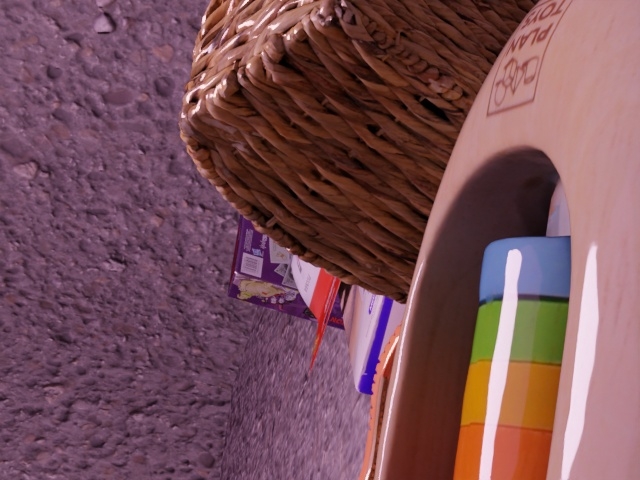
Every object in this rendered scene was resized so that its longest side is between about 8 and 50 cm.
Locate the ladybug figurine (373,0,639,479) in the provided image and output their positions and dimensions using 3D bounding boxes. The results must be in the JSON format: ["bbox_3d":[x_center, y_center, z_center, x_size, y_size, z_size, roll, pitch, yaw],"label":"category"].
[{"bbox_3d":[0.140,0.083,0.750,0.305,0.162,0.449,170,111,-73],"label":"ladybug figurine"}]

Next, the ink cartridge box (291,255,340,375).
[{"bbox_3d":[0.000,0.000,1.750,0.189,0.066,0.232,106,-179,-50],"label":"ink cartridge box"}]

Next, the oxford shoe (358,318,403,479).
[{"bbox_3d":[0.107,0.176,1.267,0.133,0.130,0.363,25,95,50],"label":"oxford shoe"}]

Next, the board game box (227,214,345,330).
[{"bbox_3d":[0.003,-0.029,2.018,0.346,0.208,0.056,-83,9,-50],"label":"board game box"}]

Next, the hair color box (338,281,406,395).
[{"bbox_3d":[0.092,0.020,1.609,0.339,0.110,0.185,-95,19,-75],"label":"hair color box"}]

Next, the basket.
[{"bbox_3d":[0.057,-0.110,1.171,0.213,0.299,0.223,-35,34,37],"label":"basket"}]
